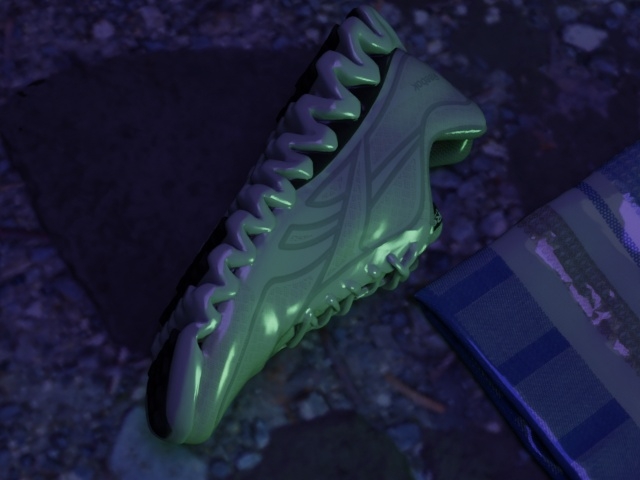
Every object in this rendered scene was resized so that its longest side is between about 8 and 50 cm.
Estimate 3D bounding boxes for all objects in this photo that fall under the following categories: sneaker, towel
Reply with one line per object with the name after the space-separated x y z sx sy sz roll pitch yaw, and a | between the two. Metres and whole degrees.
0.000 0.000 1.068 0.118 0.110 0.292 33 64 -6 | sneaker
0.225 0.038 1.132 0.285 0.034 0.209 -31 75 -22 | towel
